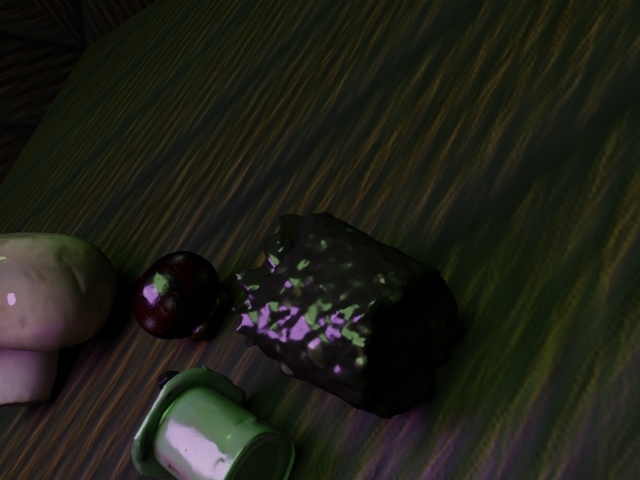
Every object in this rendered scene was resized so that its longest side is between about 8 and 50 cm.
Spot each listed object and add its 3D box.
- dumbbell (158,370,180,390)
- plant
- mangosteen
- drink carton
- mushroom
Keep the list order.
[{"bbox_3d":[-0.230,0.241,0.857,0.040,0.036,0.083,-36,40,15],"label":"dumbbell"},{"bbox_3d":[0.008,0.072,0.653,0.276,0.188,0.199,20,72,49],"label":"plant"},{"bbox_3d":[-0.224,0.095,0.902,0.152,0.152,0.153,-24,45,27],"label":"mangosteen"},{"bbox_3d":[-0.119,0.251,0.671,0.142,0.144,0.146,17,71,42],"label":"drink carton"},{"bbox_3d":[-0.572,0.123,1.061,0.325,0.353,0.353,-35,38,40],"label":"mushroom"}]
